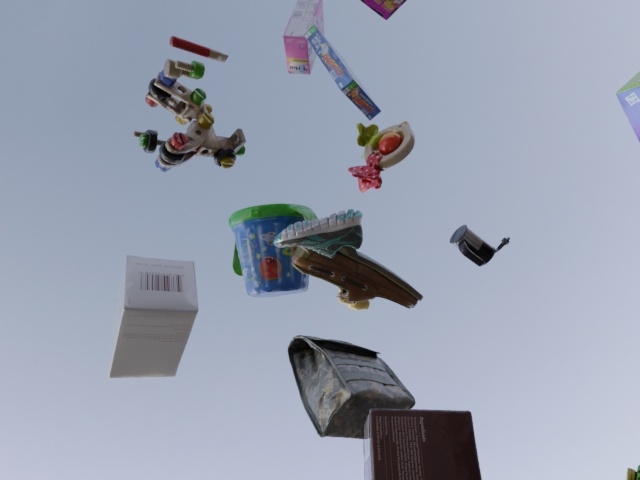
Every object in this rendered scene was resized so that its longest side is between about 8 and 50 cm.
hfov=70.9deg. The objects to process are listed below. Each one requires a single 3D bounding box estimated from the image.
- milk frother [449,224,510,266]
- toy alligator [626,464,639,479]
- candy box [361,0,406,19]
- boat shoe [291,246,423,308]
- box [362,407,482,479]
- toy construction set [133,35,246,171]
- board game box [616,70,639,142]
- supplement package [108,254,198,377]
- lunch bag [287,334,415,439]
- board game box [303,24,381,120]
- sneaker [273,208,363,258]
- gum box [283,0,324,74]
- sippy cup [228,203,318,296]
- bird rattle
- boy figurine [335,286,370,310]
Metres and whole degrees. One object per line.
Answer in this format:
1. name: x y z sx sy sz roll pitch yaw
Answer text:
1. milk frother: 0.541 0.002 1.521 0.134 0.129 0.143 37 -73 -8
2. toy alligator: 0.546 0.449 0.757 0.190 0.056 0.051 -59 -40 -30
3. candy box: 0.186 -0.661 1.057 0.159 0.071 0.233 11 -34 -45
4. boat shoe: 0.078 0.079 0.967 0.307 0.111 0.104 31 -89 -15
5. box: 0.192 0.442 0.898 0.203 0.167 0.168 1 -35 1
6. toy construction set: -0.294 -0.320 1.132 0.237 0.257 0.309 2 -53 -39
7. board game box: 0.545 -0.251 0.495 0.347 0.233 0.078 -38 -78 -19
8. supplement package: -0.265 0.124 0.706 0.105 0.105 0.179 7 -50 -28
9. lunch bag: 0.063 0.355 1.166 0.235 0.287 0.169 23 -75 -35
10. board game box: 0.049 -0.371 0.997 0.035 0.201 0.136 -37 -31 18
11. sneaker: 0.000 0.000 0.799 0.166 0.065 0.076 -12 -72 10
12. gum box: -0.038 -0.533 1.155 0.062 0.188 0.107 9 -30 10
13. sippy cup: -0.124 0.037 1.223 0.240 0.305 0.224 -3 -100 -9
14. bird rattle: 0.182 -0.272 1.346 0.206 0.254 0.143 -23 -57 27
15. boy figurine: 0.097 0.147 1.580 0.285 0.092 0.177 56 -138 -42
